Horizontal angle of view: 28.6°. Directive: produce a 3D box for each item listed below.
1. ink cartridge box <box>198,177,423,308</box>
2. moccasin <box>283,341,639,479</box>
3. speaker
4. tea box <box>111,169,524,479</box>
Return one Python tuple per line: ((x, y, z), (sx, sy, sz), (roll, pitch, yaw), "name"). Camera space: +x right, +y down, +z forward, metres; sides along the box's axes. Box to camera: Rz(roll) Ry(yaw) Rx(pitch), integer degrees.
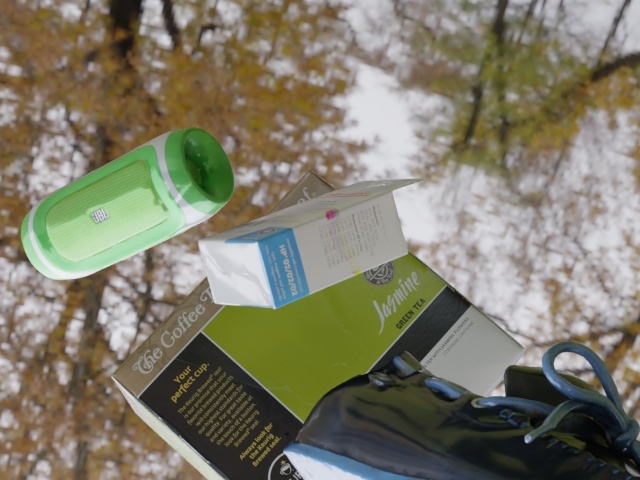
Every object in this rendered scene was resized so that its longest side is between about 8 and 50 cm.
((0.000, 0.000, 1.090), (0.181, 0.061, 0.104), (-22, -168, -31), "ink cartridge box")
((0.100, 0.107, 0.627), (0.342, 0.117, 0.137), (13, 146, 54), "moccasin")
((-0.263, -0.045, 1.690), (0.131, 0.297, 0.131), (38, -141, -40), "speaker")
((-0.005, 0.161, 1.449), (0.323, 0.329, 0.220), (42, 166, 10), "tea box")
